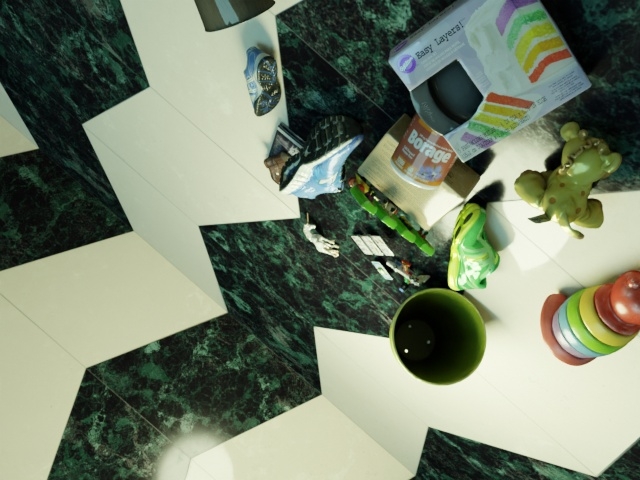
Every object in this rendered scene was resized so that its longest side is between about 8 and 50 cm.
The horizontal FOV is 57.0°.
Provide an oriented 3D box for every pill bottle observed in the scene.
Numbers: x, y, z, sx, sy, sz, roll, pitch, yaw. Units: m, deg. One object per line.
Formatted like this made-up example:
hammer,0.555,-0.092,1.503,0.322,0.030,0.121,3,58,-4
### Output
pill bottle,0.241,-0.221,1.203,0.121,0.121,0.216,35,123,11

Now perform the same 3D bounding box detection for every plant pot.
plant pot,0.320,0.299,1.800,0.275,0.275,0.293,39,167,3

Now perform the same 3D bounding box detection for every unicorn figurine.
unicorn figurine,0.000,0.000,1.939,0.111,0.060,0.162,21,146,31

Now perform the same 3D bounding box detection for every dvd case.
dvd case,-0.079,-0.235,1.749,0.164,0.018,0.221,40,153,5

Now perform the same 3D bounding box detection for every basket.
basket,-0.227,-0.597,1.286,0.204,0.154,0.227,11,136,46

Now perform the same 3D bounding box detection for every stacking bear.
stacking bear,0.637,0.161,1.303,0.175,0.164,0.289,38,147,5

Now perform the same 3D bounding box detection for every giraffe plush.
giraffe plush,0.476,-0.123,1.103,0.181,0.210,0.170,34,122,19

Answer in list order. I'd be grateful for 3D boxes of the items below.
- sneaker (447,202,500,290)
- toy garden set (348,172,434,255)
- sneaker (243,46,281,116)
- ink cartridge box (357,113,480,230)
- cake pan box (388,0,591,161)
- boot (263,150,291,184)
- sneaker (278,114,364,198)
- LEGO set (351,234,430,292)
sneaker,0.389,0.017,1.473,0.123,0.109,0.295,7,141,13
toy garden set,0.182,-0.081,1.530,0.244,0.049,0.204,33,-166,-25
sneaker,-0.155,-0.414,1.544,0.081,0.080,0.211,49,153,23
ink cartridge box,0.229,-0.158,1.407,0.234,0.088,0.193,40,153,-1
cake pan box,0.286,-0.299,1.031,0.267,0.070,0.246,-30,111,29
boot,-0.111,-0.214,1.765,0.114,0.037,0.106,-10,125,51
sneaker,0.022,-0.212,1.573,0.147,0.130,0.330,18,149,-26
LEGO set,0.220,0.064,1.804,0.244,0.060,0.182,51,162,-15
